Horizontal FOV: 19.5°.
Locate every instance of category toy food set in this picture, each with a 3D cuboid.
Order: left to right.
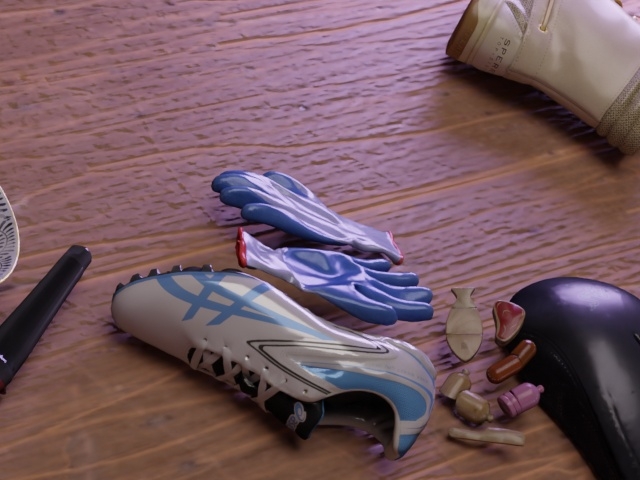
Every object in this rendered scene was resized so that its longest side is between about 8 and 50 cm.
[{"bbox_3d":[0.128,0.095,1.376,0.078,0.019,0.122,7,63,4],"label":"toy food set"}]

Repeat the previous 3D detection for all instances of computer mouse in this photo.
[{"bbox_3d":[0.250,0.120,1.393,0.188,0.072,0.272,-23,63,-37],"label":"computer mouse"}]

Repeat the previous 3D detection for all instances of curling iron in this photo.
[{"bbox_3d":[-0.211,0.102,1.218,0.068,0.035,0.274,28,45,-6],"label":"curling iron"}]

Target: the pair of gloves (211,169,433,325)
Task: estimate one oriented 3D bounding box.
[{"bbox_3d":[0.000,0.000,1.370,0.159,0.023,0.198,19,22,-18],"label":"pair of gloves"}]

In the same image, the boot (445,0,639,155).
[{"bbox_3d":[0.248,-0.202,1.660,0.203,0.095,0.262,31,47,4],"label":"boot"}]

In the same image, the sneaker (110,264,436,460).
[{"bbox_3d":[-0.034,0.084,1.286,0.237,0.085,0.086,19,55,-4],"label":"sneaker"}]

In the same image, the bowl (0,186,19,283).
[{"bbox_3d":[-0.291,-0.013,1.233,0.170,0.080,0.170,38,27,-23],"label":"bowl"}]
